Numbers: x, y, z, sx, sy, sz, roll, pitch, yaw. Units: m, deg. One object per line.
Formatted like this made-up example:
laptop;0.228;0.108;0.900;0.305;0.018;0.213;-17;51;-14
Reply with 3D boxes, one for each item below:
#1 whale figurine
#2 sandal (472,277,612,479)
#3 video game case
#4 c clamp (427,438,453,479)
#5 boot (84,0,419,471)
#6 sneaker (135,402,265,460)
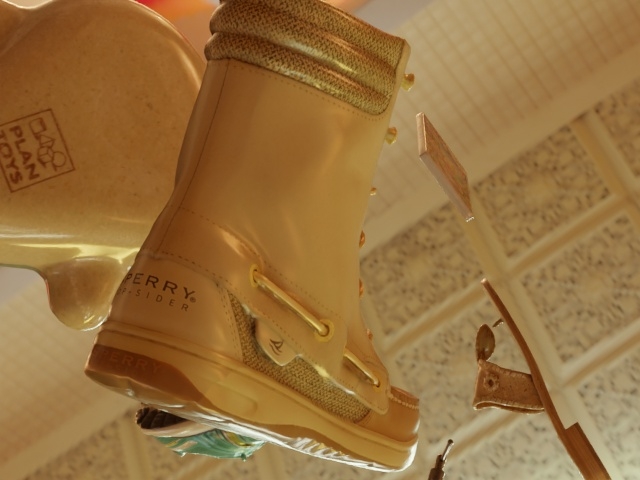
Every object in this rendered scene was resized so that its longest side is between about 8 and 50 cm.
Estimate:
whale figurine;-0.189;-0.043;0.910;0.272;0.216;0.141;-25;-176;-34
sandal;0.189;0.153;1.461;0.079;0.088;0.240;-31;-110;3
video game case;0.128;-0.078;1.546;0.011;0.087;0.122;-33;-161;15
c clamp;0.117;0.322;1.724;0.022;0.137;0.161;17;-116;7
boot;0.000;0.000;0.735;0.095;0.262;0.204;11;-100;31
sneaker;-0.096;0.218;1.859;0.275;0.110;0.107;-8;-134;31
